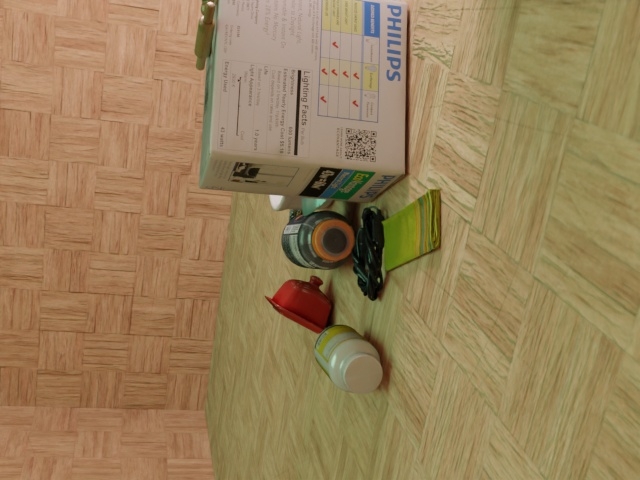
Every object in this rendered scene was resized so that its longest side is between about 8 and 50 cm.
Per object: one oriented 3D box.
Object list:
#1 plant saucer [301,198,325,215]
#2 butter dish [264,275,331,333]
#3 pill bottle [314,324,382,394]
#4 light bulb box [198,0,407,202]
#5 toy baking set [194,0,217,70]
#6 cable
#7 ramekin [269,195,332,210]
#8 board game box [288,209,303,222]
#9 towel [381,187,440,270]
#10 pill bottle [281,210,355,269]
[{"bbox_3d":[0.012,-0.139,1.718,0.195,0.037,0.195,-47,14,15],"label":"plant saucer"},{"bbox_3d":[-0.034,0.138,1.852,0.118,0.159,0.160,-62,15,-2],"label":"butter dish"},{"bbox_3d":[0.056,0.231,1.507,0.184,0.103,0.103,-148,64,-73],"label":"pill bottle"},{"bbox_3d":[-0.037,-0.278,1.513,0.225,0.360,0.358,141,133,-72],"label":"light bulb box"},{"bbox_3d":[-0.208,-0.445,1.440,0.256,0.030,0.197,119,153,-60],"label":"toy baking set"},{"bbox_3d":[0.090,0.032,1.549,0.150,0.047,0.185,128,143,-65],"label":"cable"},{"bbox_3d":[-0.037,-0.204,1.932,0.277,0.135,0.277,-175,90,-76],"label":"ramekin"},{"bbox_3d":[-0.054,-0.100,2.173,0.186,0.026,0.126,163,111,-74],"label":"board game box"},{"bbox_3d":[0.154,-0.014,1.374,0.237,0.021,0.102,143,131,-71],"label":"towel"},{"bbox_3d":[0.000,0.000,1.739,0.245,0.130,0.131,179,95,-75],"label":"pill bottle"}]
